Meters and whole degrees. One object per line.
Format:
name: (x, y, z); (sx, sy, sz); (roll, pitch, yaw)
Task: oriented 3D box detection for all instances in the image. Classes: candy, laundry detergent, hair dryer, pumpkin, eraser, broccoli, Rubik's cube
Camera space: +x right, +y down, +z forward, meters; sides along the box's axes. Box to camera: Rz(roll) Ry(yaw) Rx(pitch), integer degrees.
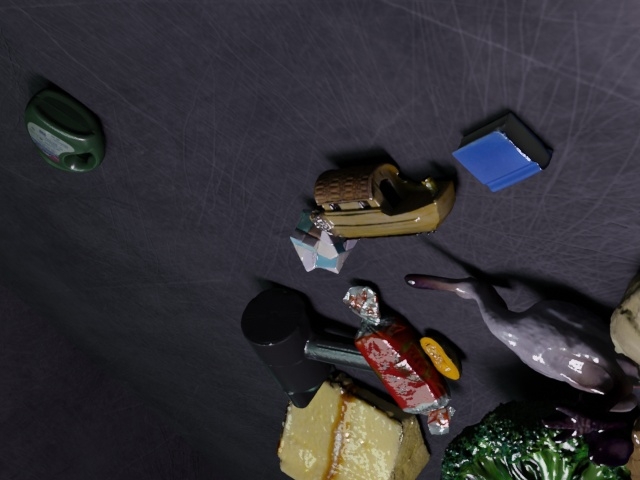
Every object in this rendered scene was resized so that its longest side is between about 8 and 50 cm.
candy: (0.123, 0.186, 1.372); (0.086, 0.059, 0.292); (-26, 108, 32)
laundry detergent: (-0.412, -0.157, 1.473); (0.137, 0.063, 0.211); (30, 156, -4)
hair dryer: (0.037, 0.209, 1.532); (0.303, 0.116, 0.244); (11, 150, 29)
pumpkin: (0.183, 0.166, 1.341); (0.083, 0.028, 0.050); (51, 154, -15)
eraser: (0.178, -0.084, 0.896); (0.063, 0.027, 0.085); (42, 155, -11)
broccoli: (0.302, 0.341, 1.201); (0.298, 0.297, 0.297); (10, 137, 9)
Rubik's cube: (0.003, -0.001, 1.209); (0.075, 0.084, 0.073); (7, 151, 19)

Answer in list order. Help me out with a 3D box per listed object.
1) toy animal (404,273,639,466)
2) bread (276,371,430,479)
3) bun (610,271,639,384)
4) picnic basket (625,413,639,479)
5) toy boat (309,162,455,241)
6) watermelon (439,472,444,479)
toy animal: (0.264, 0.115, 1.048); (0.324, 0.195, 0.090); (50, 132, 44)
bread: (0.042, 0.373, 1.716); (0.264, 0.198, 0.236); (24, 147, 28)
bun: (0.383, 0.112, 0.884); (0.210, 0.116, 0.237); (37, 155, -2)
picnic basket: (0.437, 0.273, 1.087); (0.138, 0.128, 0.178); (23, 136, 30)
toy boat: (0.065, -0.048, 1.059); (0.226, 0.068, 0.088); (-2, 131, 54)
watermelon: (0.331, 0.520, 1.671); (0.318, 0.148, 0.226); (44, 147, -22)
